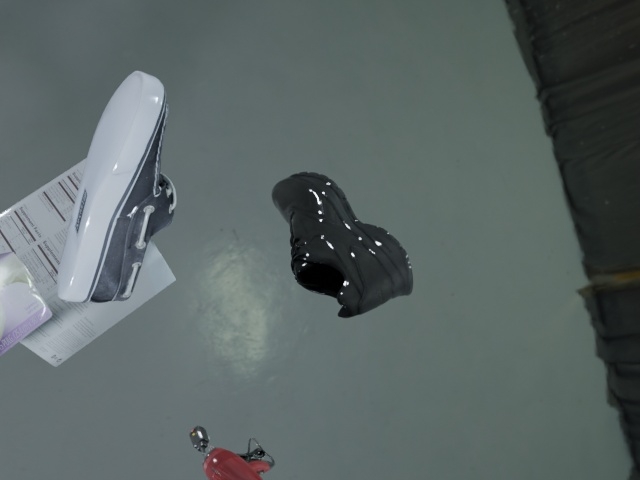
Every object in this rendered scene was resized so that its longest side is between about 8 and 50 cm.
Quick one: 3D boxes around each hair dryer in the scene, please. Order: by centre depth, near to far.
[{"bbox_3d":[-0.163,0.508,1.566,0.224,0.293,0.080,19,102,-27],"label":"hair dryer"}]

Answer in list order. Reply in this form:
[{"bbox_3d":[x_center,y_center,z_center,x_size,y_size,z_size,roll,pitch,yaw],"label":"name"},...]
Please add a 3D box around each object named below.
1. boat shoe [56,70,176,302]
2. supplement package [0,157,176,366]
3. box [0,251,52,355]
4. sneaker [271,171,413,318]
[{"bbox_3d":[-0.217,-0.048,0.802,0.102,0.301,0.108,9,29,-32],"label":"boat shoe"},{"bbox_3d":[-0.433,0.040,1.206,0.263,0.199,0.198,-37,66,-14],"label":"supplement package"},{"bbox_3d":[-0.314,0.113,0.433,0.324,0.067,0.063,-47,119,-49],"label":"box"},{"bbox_3d":[0.000,0.000,0.982,0.130,0.286,0.109,-29,135,-21],"label":"sneaker"}]
